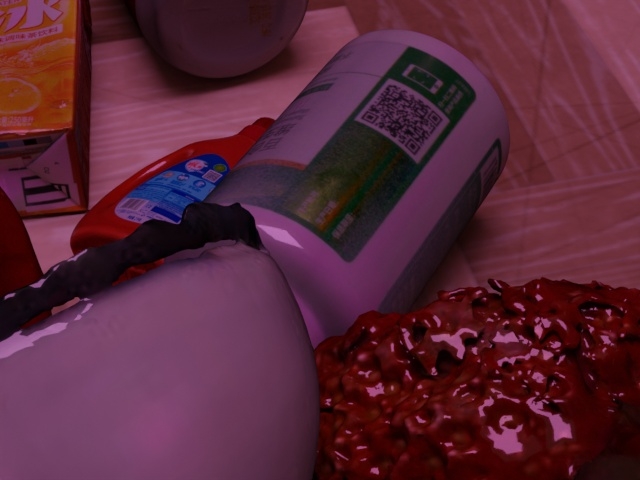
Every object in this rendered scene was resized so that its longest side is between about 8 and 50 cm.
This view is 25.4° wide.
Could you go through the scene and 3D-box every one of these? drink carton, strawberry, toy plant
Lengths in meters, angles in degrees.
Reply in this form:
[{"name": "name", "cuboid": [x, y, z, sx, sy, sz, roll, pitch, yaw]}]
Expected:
[{"name": "drink carton", "cuboid": [-0.211, -0.112, 0.998, 0.096, 0.071, 0.223, -6, 41, -4]}, {"name": "strawberry", "cuboid": [0.082, 0.102, 0.674, 0.201, 0.187, 0.184, 15, 11, 17]}, {"name": "toy plant", "cuboid": [-0.043, 0.182, 0.529, 0.247, 0.247, 0.332, -26, 80, -25]}]

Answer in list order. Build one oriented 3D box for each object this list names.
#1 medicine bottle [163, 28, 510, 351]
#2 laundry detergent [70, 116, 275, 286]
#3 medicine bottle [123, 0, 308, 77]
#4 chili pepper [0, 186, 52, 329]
[{"name": "medicine bottle", "cuboid": [0.000, 0.000, 0.816, 0.133, 0.133, 0.274, 18, 45, 21]}, {"name": "laundry detergent", "cuboid": [-0.081, -0.030, 0.919, 0.097, 0.049, 0.165, 19, 43, 27]}, {"name": "medicine bottle", "cuboid": [-0.106, -0.237, 1.087, 0.131, 0.131, 0.250, -15, 43, -15]}, {"name": "chili pepper", "cuboid": [-0.183, 0.136, 0.674, 0.092, 0.137, 0.368, -25, 41, 27]}]
